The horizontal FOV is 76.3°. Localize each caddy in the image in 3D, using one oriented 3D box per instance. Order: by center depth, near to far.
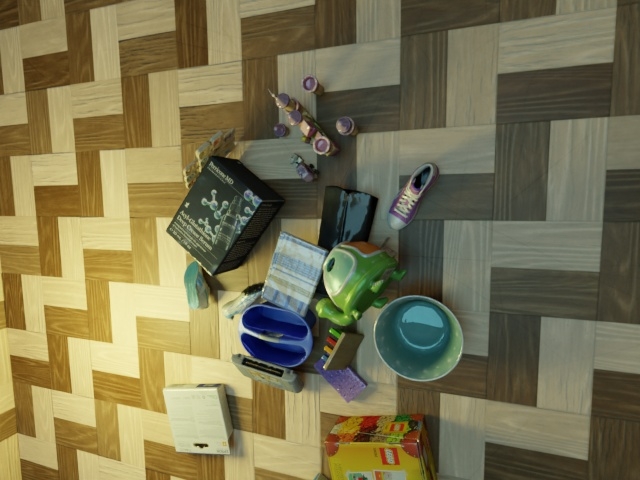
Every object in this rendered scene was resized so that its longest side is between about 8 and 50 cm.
[{"bbox_3d":[-0.177,0.384,1.697,0.340,0.179,0.242,8,98,20],"label":"caddy"}]

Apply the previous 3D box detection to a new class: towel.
[{"bbox_3d":[-0.102,0.128,1.564,0.209,0.034,0.285,22,100,15],"label":"towel"}]

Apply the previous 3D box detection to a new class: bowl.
[{"bbox_3d":[0.364,0.335,1.498,0.311,0.163,0.312,2,97,19],"label":"bowl"}]

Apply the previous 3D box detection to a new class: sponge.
[{"bbox_3d":[0.082,0.562,1.699,0.210,0.031,0.117,45,108,11],"label":"sponge"}]

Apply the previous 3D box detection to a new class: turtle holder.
[{"bbox_3d":[0.124,0.146,1.437,0.227,0.243,0.321,41,141,24],"label":"turtle holder"}]

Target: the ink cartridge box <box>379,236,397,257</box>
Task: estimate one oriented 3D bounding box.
[{"bbox_3d":[0.230,0.081,1.549,0.061,0.104,0.181,34,107,13],"label":"ink cartridge box"}]

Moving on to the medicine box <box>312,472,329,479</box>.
[{"bbox_3d":[-0.065,1.188,1.701,0.149,0.263,0.289,36,106,14],"label":"medicine box"}]

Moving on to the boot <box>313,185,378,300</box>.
[{"bbox_3d":[0.002,0.000,1.602,0.366,0.146,0.446,13,103,10],"label":"boot"}]

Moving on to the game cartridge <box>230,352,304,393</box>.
[{"bbox_3d":[-0.222,0.569,1.736,0.296,0.062,0.198,12,143,17],"label":"game cartridge"}]

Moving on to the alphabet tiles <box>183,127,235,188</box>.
[{"bbox_3d":[-0.442,-0.330,1.655,0.021,0.284,0.278,42,68,2],"label":"alphabet tiles"}]

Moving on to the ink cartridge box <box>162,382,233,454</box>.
[{"bbox_3d":[-0.582,0.855,1.961,0.323,0.071,0.331,-8,96,20],"label":"ink cartridge box"}]

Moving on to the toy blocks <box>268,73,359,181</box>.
[{"bbox_3d":[-0.063,-0.417,1.519,0.309,0.260,0.289,-42,82,19],"label":"toy blocks"}]

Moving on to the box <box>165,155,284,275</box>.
[{"bbox_3d":[-0.398,-0.102,1.706,0.293,0.212,0.396,40,107,12],"label":"box"}]

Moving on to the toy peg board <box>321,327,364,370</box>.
[{"bbox_3d":[0.073,0.423,1.617,0.079,0.161,0.161,31,94,36],"label":"toy peg board"}]

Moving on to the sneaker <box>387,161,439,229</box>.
[{"bbox_3d":[0.317,-0.158,1.463,0.102,0.161,0.282,32,107,13],"label":"sneaker"}]

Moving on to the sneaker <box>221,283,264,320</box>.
[{"bbox_3d":[-0.333,0.271,1.802,0.237,0.085,0.086,-34,110,17],"label":"sneaker"}]

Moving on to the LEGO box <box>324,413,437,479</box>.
[{"bbox_3d":[0.262,0.967,1.591,0.372,0.193,0.501,-11,92,21],"label":"LEGO box"}]

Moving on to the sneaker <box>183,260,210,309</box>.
[{"bbox_3d":[-0.564,0.207,1.874,0.087,0.092,0.229,-18,70,23],"label":"sneaker"}]
